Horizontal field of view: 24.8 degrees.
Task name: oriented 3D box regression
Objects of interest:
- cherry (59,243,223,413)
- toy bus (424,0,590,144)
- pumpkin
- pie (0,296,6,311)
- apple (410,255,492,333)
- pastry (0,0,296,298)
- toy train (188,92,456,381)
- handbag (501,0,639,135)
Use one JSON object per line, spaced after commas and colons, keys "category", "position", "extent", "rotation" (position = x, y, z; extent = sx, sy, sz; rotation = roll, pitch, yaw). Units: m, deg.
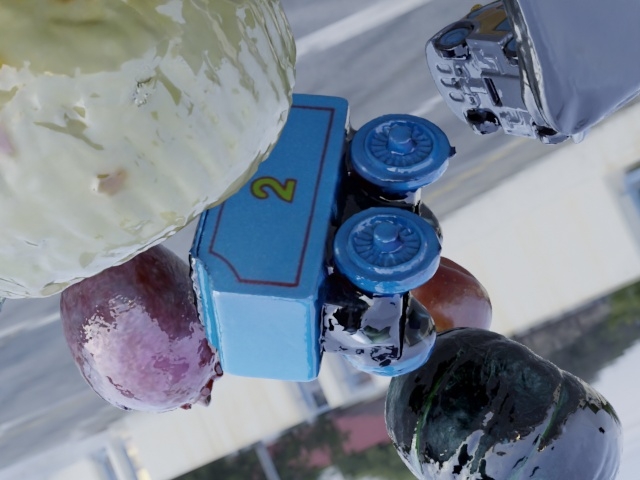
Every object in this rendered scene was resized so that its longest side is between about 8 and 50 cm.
{"category": "cherry", "position": [-0.207, 0.083, 1.651], "extent": [0.175, 0.249, 0.192], "rotation": [-13, -144, 16]}
{"category": "toy bus", "position": [0.225, -0.192, 1.562], "extent": [0.136, 0.126, 0.209], "rotation": [-43, -147, -24]}
{"category": "pumpkin", "position": [0.215, 0.243, 1.761], "extent": [0.238, 0.315, 0.315], "rotation": [-55, 173, 0]}
{"category": "pie", "position": [-0.445, -0.035, 1.803], "extent": [0.302, 0.302, 0.067], "rotation": [-27, 161, 35]}
{"category": "apple", "position": [0.159, 0.108, 2.116], "extent": [0.168, 0.181, 0.181], "rotation": [-62, 162, 14]}
{"category": "pastry", "position": [-0.216, -0.152, 1.142], "extent": [0.389, 0.312, 0.388], "rotation": [-26, -150, 16]}
{"category": "toy train", "position": [0.000, 0.000, 1.519], "extent": [0.265, 0.300, 0.188], "rotation": [5, 139, 6]}
{"category": "handbag", "position": [0.234, -0.220, 1.028], "extent": [0.332, 0.191, 0.075], "rotation": [-35, -158, -32]}
